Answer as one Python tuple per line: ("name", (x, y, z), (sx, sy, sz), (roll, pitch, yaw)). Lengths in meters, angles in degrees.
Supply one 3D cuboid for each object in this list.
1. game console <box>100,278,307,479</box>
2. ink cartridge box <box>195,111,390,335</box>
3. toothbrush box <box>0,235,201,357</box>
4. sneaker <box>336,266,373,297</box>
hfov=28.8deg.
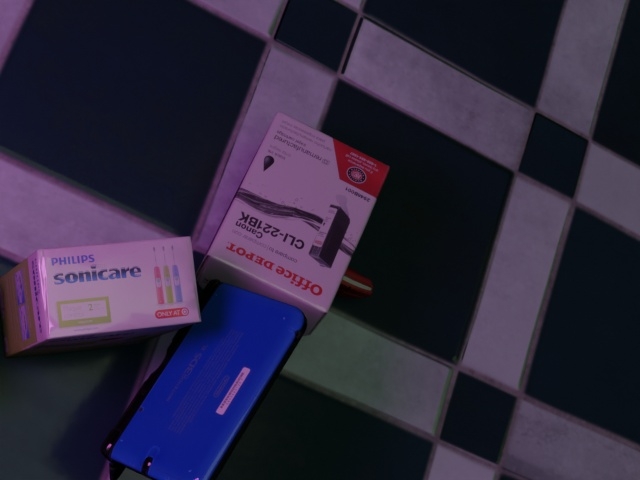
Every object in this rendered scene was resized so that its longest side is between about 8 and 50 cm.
("game console", (-0.160, 0.222, 1.736), (0.293, 0.250, 0.173), (-58, 145, -22))
("ink cartridge box", (-0.041, -0.024, 1.872), (0.197, 0.114, 0.273), (26, 64, -4))
("toothbrush box", (-0.310, 0.081, 1.704), (0.206, 0.283, 0.122), (-5, 81, -26))
("sneaker", (0.000, 0.000, 1.975), (0.221, 0.087, 0.128), (26, 71, -19))
